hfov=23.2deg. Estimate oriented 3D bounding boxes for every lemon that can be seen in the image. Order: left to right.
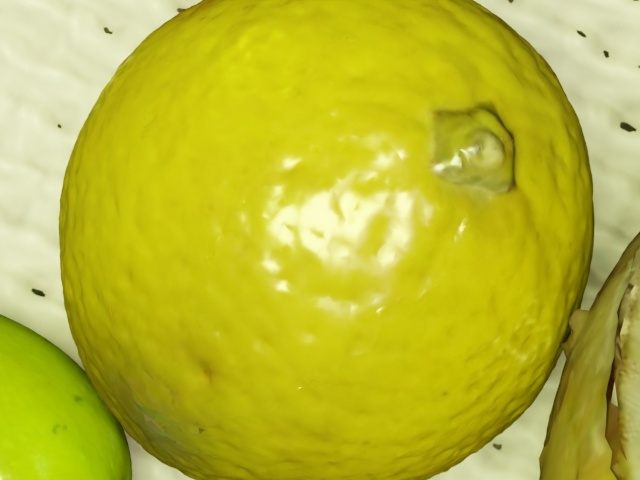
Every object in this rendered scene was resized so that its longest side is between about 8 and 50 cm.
[{"bbox_3d":[0.001,-0.001,0.725,0.267,0.267,0.267,0,94,-1],"label":"lemon"}]

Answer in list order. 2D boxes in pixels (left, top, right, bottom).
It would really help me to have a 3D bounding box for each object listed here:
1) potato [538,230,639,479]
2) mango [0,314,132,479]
[{"bbox_3d":[0.275,0.147,0.698,0.385,0.319,0.442,38,64,14],"label":"potato"},{"bbox_3d":[-0.264,0.127,0.779,0.343,0.156,0.192,-7,85,3],"label":"mango"}]
